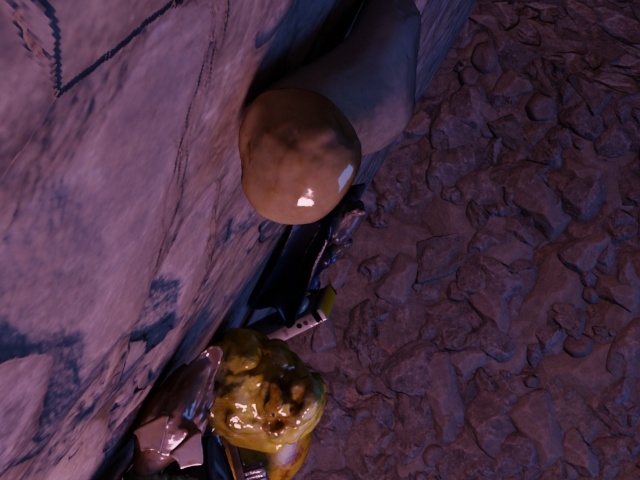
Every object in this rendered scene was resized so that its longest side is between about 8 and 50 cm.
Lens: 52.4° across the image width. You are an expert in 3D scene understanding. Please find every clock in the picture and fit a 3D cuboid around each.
[{"bbox_3d":[-0.186,0.451,1.104,0.066,0.319,0.319,-17,171,-5],"label":"clock"}]

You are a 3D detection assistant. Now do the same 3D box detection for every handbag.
[{"bbox_3d":[0.000,0.000,1.293,0.269,0.118,0.326,-62,177,29],"label":"handbag"}]

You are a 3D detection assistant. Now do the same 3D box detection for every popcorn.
[{"bbox_3d":[-0.103,0.258,1.075,0.192,0.233,0.266,-51,-161,-25],"label":"popcorn"}]

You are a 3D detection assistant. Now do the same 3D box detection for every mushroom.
[{"bbox_3d":[0.017,-0.137,0.603,0.329,0.122,0.159,-55,138,-55],"label":"mushroom"}]

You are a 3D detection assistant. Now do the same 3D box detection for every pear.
[{"bbox_3d":[-0.143,0.414,1.453,0.281,0.280,0.281,-59,176,-6],"label":"pear"}]

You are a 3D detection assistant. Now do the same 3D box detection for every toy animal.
[{"bbox_3d":[-0.181,0.212,0.833,0.188,0.089,0.179,-59,-167,-8],"label":"toy animal"}]

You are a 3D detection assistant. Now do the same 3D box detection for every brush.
[{"bbox_3d":[-0.149,0.411,1.264,0.065,0.327,0.070,-16,176,-9],"label":"brush"}]

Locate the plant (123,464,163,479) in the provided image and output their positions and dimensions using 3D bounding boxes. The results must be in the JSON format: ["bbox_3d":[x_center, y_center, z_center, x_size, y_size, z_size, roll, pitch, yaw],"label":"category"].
[{"bbox_3d":[-0.276,0.367,0.953,0.102,0.051,0.051,-53,174,-17],"label":"plant"}]

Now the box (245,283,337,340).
[{"bbox_3d":[-0.085,0.176,1.343,0.247,0.033,0.129,-28,-168,17],"label":"box"}]

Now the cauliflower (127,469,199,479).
[{"bbox_3d":[-0.257,0.429,0.817,0.250,0.275,0.272,-18,-120,37],"label":"cauliflower"}]
